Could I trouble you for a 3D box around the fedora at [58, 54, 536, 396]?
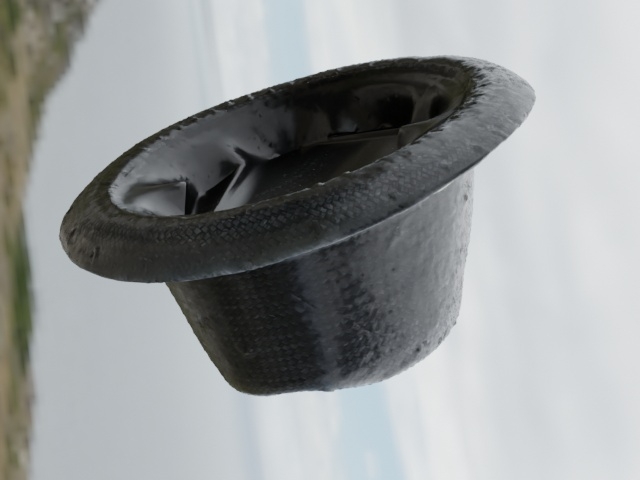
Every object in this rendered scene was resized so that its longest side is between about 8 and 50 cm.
[{"bbox_3d":[0.000,0.000,1.265,0.334,0.334,0.152,-103,179,-72],"label":"fedora"}]
